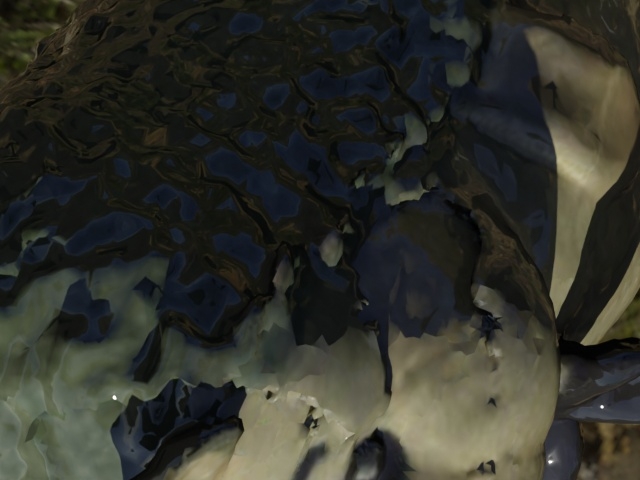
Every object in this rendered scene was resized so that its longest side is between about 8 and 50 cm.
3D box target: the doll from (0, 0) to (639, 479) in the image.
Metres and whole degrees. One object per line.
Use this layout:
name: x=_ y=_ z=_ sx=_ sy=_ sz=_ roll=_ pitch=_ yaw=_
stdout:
doll: x=0.000 y=0.000 z=0.535 sx=0.349 sy=0.247 sz=0.247 roll=-33 pitch=131 yaw=-50
